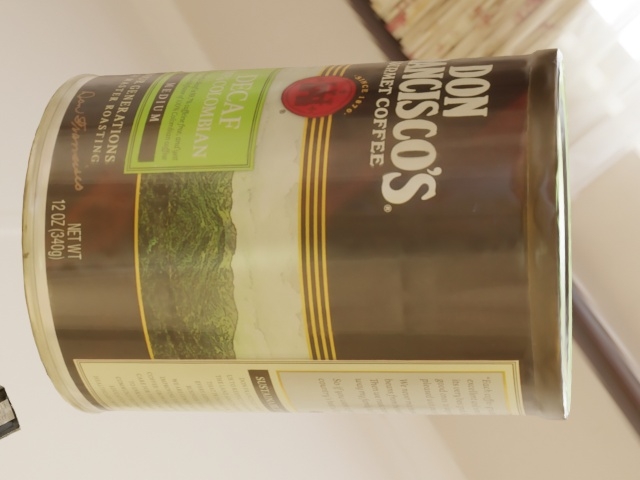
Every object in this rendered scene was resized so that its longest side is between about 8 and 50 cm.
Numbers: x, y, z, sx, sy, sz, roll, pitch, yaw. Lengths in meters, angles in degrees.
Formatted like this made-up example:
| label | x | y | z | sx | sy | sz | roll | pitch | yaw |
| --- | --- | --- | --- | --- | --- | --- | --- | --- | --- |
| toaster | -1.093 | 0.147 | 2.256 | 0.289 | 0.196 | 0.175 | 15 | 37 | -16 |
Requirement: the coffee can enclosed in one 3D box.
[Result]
| label | x | y | z | sx | sy | sz | roll | pitch | yaw |
| --- | --- | --- | --- | --- | --- | --- | --- | --- | --- |
| coffee can | 0.000 | 0.000 | 0.740 | 0.201 | 0.275 | 0.201 | -1 | -90 | -78 |

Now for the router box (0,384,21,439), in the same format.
| label | x | y | z | sx | sy | sz | roll | pitch | yaw |
| --- | --- | --- | --- | --- | --- | --- | --- | --- | --- |
| router box | -0.291 | 0.133 | 0.967 | 0.092 | 0.122 | 0.038 | -29 | -69 | -31 |
